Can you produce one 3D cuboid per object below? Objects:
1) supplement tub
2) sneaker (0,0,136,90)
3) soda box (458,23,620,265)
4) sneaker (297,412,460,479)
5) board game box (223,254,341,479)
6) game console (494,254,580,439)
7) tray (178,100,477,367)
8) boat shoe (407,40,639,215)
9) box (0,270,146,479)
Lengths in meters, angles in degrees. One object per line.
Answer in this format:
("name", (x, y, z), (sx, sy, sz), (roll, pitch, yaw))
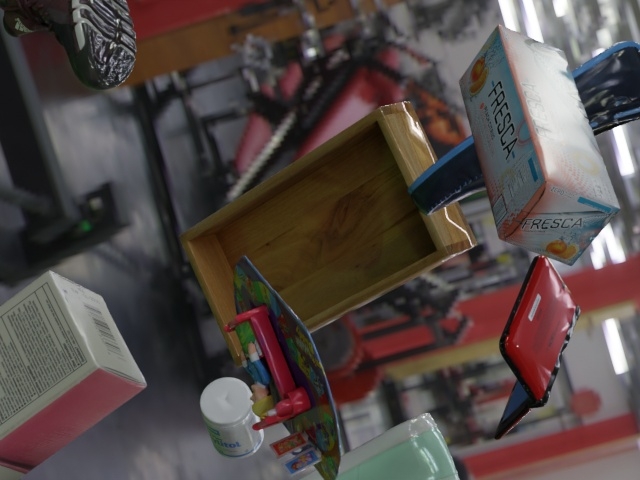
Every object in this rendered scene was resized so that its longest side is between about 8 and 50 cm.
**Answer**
("supplement tub", (-0.114, 0.232, 1.915), (0.107, 0.071, 0.071), (77, 0, -55))
("sneaker", (-0.325, -0.269, 1.845), (0.106, 0.162, 0.281), (42, 30, -45))
("soda box", (0.148, -0.069, 1.023), (0.058, 0.063, 0.183), (-55, -153, 35))
("sneaker", (0.053, 0.321, 1.706), (0.094, 0.256, 0.151), (-6, 66, -62))
("board game box", (-0.039, 0.093, 1.021), (0.169, 0.033, 0.133), (47, -30, 49))
("game console", (0.201, 0.107, 1.494), (0.124, 0.085, 0.144), (55, 41, -25))
("tray", (0.000, 0.000, 1.947), (0.076, 0.411, 0.203), (-17, 80, -50))
("boat shoe", (0.205, -0.089, 1.387), (0.089, 0.258, 0.109), (58, 11, 0))
("box", (-0.354, 0.171, 1.781), (0.148, 0.232, 0.127), (59, 10, 26))
